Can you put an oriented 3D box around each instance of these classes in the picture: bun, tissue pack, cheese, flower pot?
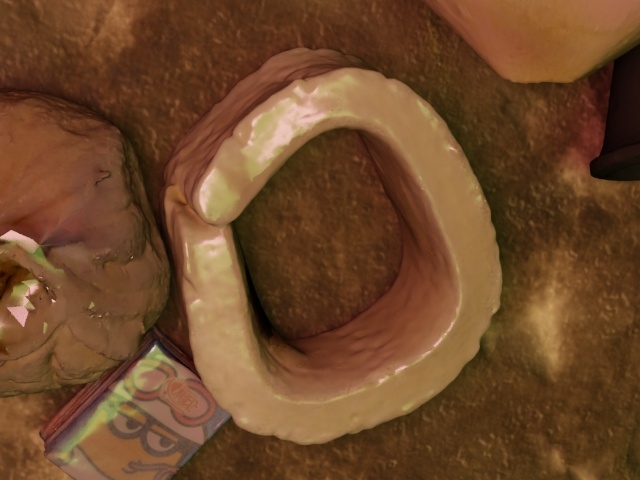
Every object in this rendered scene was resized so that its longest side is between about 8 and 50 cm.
[{"bbox_3d":[-0.255,0.004,1.021,0.281,0.205,0.282,-4,105,-16],"label":"bun"},{"bbox_3d":[-0.173,0.174,1.165,0.155,0.065,0.115,-46,113,-1],"label":"tissue pack"},{"bbox_3d":[-0.002,0.002,1.115,0.292,0.153,0.332,-22,108,-9],"label":"cheese"},{"bbox_3d":[0.376,-0.156,1.148,0.269,0.269,0.166,-5,83,-14],"label":"flower pot"}]

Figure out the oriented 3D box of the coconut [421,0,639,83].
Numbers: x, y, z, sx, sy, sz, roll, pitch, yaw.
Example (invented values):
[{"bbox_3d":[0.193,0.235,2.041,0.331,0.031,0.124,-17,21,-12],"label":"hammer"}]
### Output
[{"bbox_3d":[0.198,-0.300,1.001,0.352,0.352,0.353,-4,106,-14],"label":"coconut"}]
